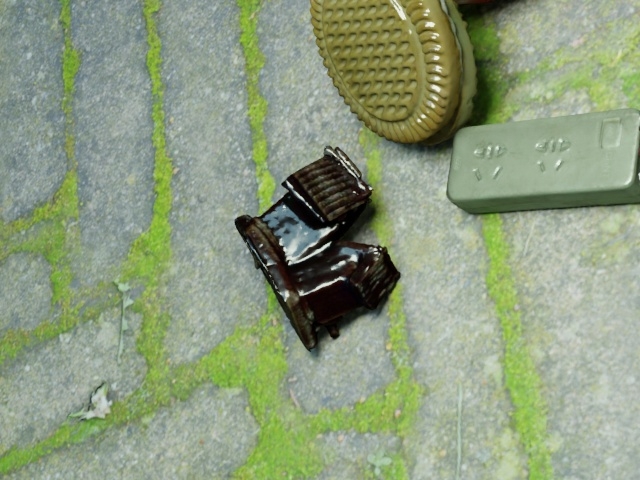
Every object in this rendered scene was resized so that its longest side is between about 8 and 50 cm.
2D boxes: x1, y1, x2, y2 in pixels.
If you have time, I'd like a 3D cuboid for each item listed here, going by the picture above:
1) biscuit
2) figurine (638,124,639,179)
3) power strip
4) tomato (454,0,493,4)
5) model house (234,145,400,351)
[{"bbox_3d":[0.082,-0.223,1.731,0.079,0.259,0.259,-27,38,-28],"label":"biscuit"},{"bbox_3d":[0.383,-0.069,1.474,0.174,0.116,0.240,-1,74,-4],"label":"figurine"},{"bbox_3d":[0.268,-0.084,1.628,0.288,0.053,0.093,-4,67,39],"label":"power strip"},{"bbox_3d":[0.155,-0.413,1.765,0.298,0.226,0.298,-16,63,34],"label":"tomato"},{"bbox_3d":[0.004,0.008,1.775,0.164,0.141,0.203,-30,72,-2],"label":"model house"}]
